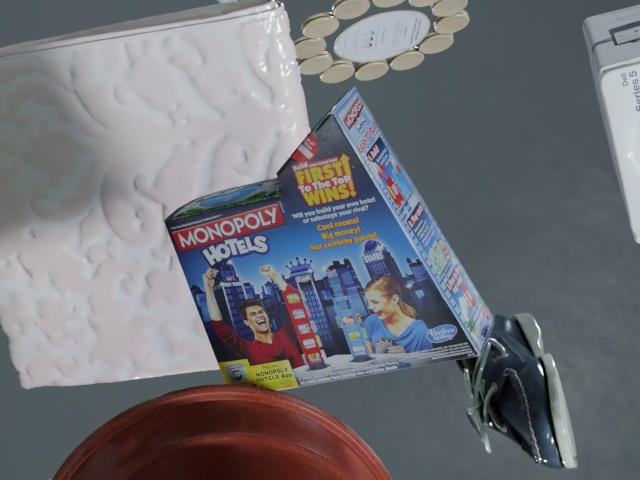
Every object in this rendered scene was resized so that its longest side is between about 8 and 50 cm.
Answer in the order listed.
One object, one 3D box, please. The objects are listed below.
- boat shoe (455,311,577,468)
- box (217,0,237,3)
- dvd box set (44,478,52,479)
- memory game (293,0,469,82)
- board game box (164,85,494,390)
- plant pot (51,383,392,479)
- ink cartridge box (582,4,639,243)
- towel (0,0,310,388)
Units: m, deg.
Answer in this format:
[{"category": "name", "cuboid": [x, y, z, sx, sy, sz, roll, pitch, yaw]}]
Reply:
[{"category": "boat shoe", "cuboid": [0.156, 0.123, 1.382, 0.254, 0.079, 0.095, -99, 180, -69]}, {"category": "box", "cuboid": [-0.125, -0.372, 1.904, 0.130, 0.170, 0.091, -45, 151, -3]}, {"category": "dvd box set", "cuboid": [-0.376, 0.309, 1.754, 0.420, 0.307, 0.062, 130, -53, -84]}, {"category": "memory game", "cuboid": [0.059, -0.205, 1.644, 0.186, 0.186, 0.012, 99, -22, -67]}, {"category": "board game box", "cuboid": [0.000, 0.000, 1.170, 0.060, 0.194, 0.194, -54, 129, -62]}, {"category": "plant pot", "cuboid": [-0.054, 0.258, 1.046, 0.265, 0.272, 0.272, -121, -132, -76]}, {"category": "ink cartridge box", "cuboid": [0.370, -0.139, 1.846, 0.273, 0.114, 0.198, -75, 151, -70]}, {"category": "towel", "cuboid": [-0.155, -0.032, 1.479, 0.053, 0.316, 0.332, -82, 162, -65]}]
